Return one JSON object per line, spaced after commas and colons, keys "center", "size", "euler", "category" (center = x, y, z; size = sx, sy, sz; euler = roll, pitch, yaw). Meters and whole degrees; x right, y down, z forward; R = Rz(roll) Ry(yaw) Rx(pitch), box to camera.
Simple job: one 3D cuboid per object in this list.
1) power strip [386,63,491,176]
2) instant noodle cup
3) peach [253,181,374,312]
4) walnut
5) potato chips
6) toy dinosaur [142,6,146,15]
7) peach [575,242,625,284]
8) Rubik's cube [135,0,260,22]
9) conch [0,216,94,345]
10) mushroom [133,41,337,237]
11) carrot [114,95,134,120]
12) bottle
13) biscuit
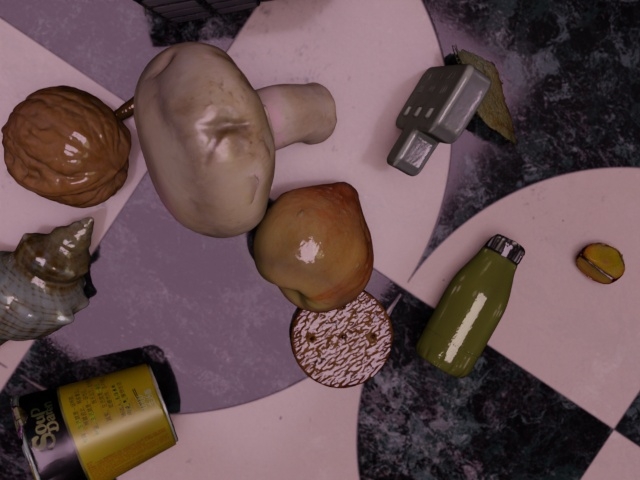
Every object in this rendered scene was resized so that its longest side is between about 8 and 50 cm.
{"center": [0.180, -0.199, 1.554], "size": [0.059, 0.265, 0.194], "euler": [30, 94, -12], "category": "power strip"}
{"center": [-0.374, 0.315, 1.576], "size": [0.236, 0.215, 0.216], "euler": [-22, 98, -13], "category": "instant noodle cup"}
{"center": [0.000, 0.000, 1.581], "size": [0.232, 0.232, 0.233], "euler": [-1, 96, -7], "category": "peach"}
{"center": [-0.402, -0.148, 1.509], "size": [0.213, 0.213, 0.213], "euler": [-1, 96, -7], "category": "walnut"}
{"center": [0.296, -0.261, 1.655], "size": [0.209, 0.026, 0.142], "euler": [41, 48, -30], "category": "potato chips"}
{"center": [-0.336, -0.467, 1.575], "size": [0.058, 0.037, 0.180], "euler": [-34, 92, 21], "category": "toy dinosaur"}
{"center": [0.512, 0.045, 1.729], "size": [0.083, 0.050, 0.077], "euler": [-2, 73, -17], "category": "peach"}
{"center": [-0.131, -0.536, 1.425], "size": [0.337, 0.344, 0.345], "euler": [-11, 98, 1], "category": "Rubik's cube"}
{"center": [-0.512, 0.094, 1.542], "size": [0.386, 0.169, 0.203], "euler": [-43, 92, -2], "category": "conch"}
{"center": [-0.172, -0.167, 1.517], "size": [0.315, 0.356, 0.315], "euler": [4, 106, 15], "category": "mushroom"}
{"center": [-0.274, -0.255, 1.600], "size": [0.254, 0.049, 0.049], "euler": [-30, 99, -2], "category": "carrot"}
{"center": [0.274, 0.112, 1.675], "size": [0.112, 0.112, 0.260], "euler": [29, 91, -9], "category": "bottle"}
{"center": [0.040, 0.174, 1.692], "size": [0.187, 0.027, 0.188], "euler": [-1, 94, -7], "category": "biscuit"}
